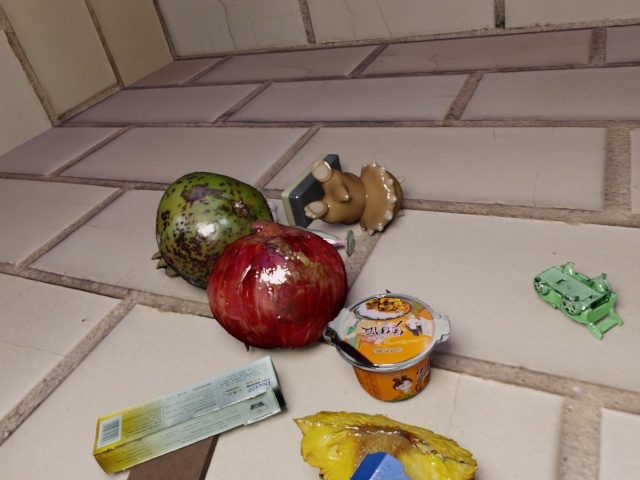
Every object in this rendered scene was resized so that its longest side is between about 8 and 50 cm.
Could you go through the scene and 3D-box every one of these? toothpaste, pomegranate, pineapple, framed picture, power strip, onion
[{"bbox_3d":[-0.217,0.291,0.895,0.313,0.070,0.089,-19,32,-7],"label":"toothpaste"},{"bbox_3d":[-0.274,0.001,1.250,0.341,0.285,0.285,-32,19,39],"label":"pomegranate"},{"bbox_3d":[0.093,0.336,0.757,0.250,0.163,0.140,1,-3,15],"label":"pineapple"},{"bbox_3d":[-0.241,0.347,0.906,0.128,0.023,0.168,-5,35,13],"label":"framed picture"},{"bbox_3d":[-0.016,-0.146,1.473,0.070,0.105,0.256,9,39,30],"label":"power strip"},{"bbox_3d":[-0.082,0.082,1.031,0.277,0.276,0.276,-9,34,6],"label":"onion"}]

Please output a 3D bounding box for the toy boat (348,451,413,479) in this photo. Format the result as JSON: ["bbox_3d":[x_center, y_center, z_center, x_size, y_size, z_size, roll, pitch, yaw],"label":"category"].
[{"bbox_3d":[0.027,0.400,0.603,0.129,0.088,0.295,33,62,16],"label":"toy boat"}]

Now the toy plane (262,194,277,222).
[{"bbox_3d":[-0.196,-0.070,1.451,0.174,0.080,0.174,-8,35,5],"label":"toy plane"}]

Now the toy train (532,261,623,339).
[{"bbox_3d":[0.467,0.104,0.967,0.099,0.081,0.149,-27,30,-18],"label":"toy train"}]

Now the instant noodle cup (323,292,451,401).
[{"bbox_3d":[0.119,0.195,0.908,0.208,0.125,0.177,5,37,27],"label":"instant noodle cup"}]

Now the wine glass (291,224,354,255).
[{"bbox_3d":[0.000,0.000,1.282,0.155,0.073,0.073,2,37,23],"label":"wine glass"}]

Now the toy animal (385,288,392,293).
[{"bbox_3d":[0.135,0.143,1.064,0.084,0.050,0.028,-67,16,-9],"label":"toy animal"}]

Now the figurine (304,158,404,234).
[{"bbox_3d":[0.107,-0.107,1.288,0.173,0.247,0.177,3,78,35],"label":"figurine"}]
